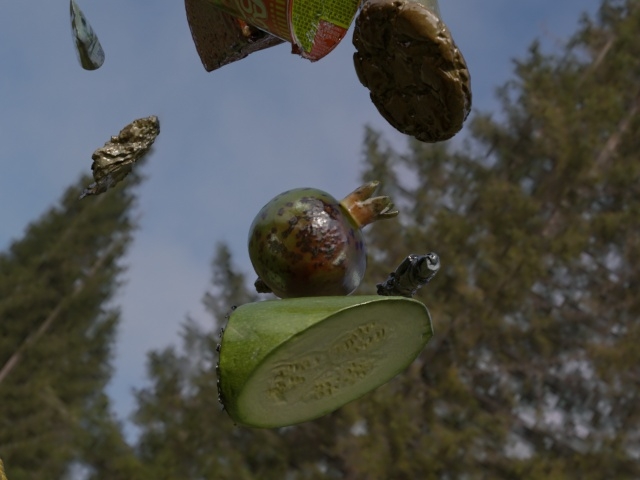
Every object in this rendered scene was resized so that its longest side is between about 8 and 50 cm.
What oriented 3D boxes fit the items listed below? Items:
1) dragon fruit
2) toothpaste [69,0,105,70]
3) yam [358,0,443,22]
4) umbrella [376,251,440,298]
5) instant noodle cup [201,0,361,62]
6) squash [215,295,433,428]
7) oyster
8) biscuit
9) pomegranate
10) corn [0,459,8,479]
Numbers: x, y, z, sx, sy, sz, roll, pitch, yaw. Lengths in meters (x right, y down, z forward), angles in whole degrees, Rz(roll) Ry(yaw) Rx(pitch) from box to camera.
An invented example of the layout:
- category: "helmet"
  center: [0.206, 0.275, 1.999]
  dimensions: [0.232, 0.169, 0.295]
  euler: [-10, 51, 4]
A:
- category: "dragon fruit"
  center: [-0.108, -0.335, 2.061]
  dimensions: [0.189, 0.163, 0.262]
  euler: [39, -12, -15]
- category: "toothpaste"
  center: [-0.331, -0.280, 1.998]
  dimensions: [0.041, 0.064, 0.218]
  euler: [-10, -9, -4]
- category: "yam"
  center: [0.135, -0.331, 2.230]
  dimensions: [0.133, 0.133, 0.330]
  euler: [64, 7, -50]
- category: "umbrella"
  center: [0.166, 0.064, 2.558]
  dimensions: [0.235, 0.066, 0.059]
  euler: [134, -56, -66]
- category: "instant noodle cup"
  center: [-0.076, -0.345, 1.794]
  dimensions: [0.212, 0.193, 0.193]
  euler: [21, -26, 25]
- category: "squash"
  center: [0.008, 0.166, 1.940]
  dimensions: [0.261, 0.189, 0.189]
  euler: [0, -34, 17]
- category: "oyster"
  center: [-0.306, -0.126, 2.174]
  dimensions: [0.177, 0.105, 0.056]
  euler: [-43, -100, 27]
- category: "biscuit"
  center: [0.116, -0.226, 1.897]
  dimensions: [0.226, 0.042, 0.226]
  euler: [39, -31, 30]
- category: "pomegranate"
  center: [0.008, 0.007, 2.261]
  dimensions: [0.198, 0.246, 0.198]
  euler: [168, -90, -75]
- category: "corn"
  center: [-0.475, 0.436, 1.933]
  dimensions: [0.144, 0.144, 0.387]
  euler: [61, 3, -48]
